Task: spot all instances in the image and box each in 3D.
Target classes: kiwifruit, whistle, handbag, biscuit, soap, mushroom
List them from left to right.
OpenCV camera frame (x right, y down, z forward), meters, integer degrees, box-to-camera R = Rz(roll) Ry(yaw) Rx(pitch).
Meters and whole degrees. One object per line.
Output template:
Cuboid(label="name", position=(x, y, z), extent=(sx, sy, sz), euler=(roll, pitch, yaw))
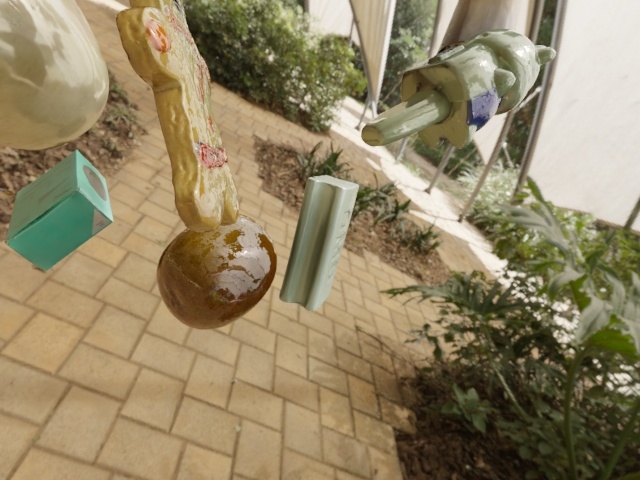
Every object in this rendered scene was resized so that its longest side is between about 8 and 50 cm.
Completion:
Cuboid(label="mushroom", position=(-0.330, -0.195, 0.413), extent=(0.246, 0.202, 0.246), euler=(60, 6, -10))
Cuboid(label="biscuit", position=(-0.106, -0.121, 0.334), extent=(0.030, 0.235, 0.153), euler=(-13, 8, -1))
Cuboid(label="kiwifruit", position=(-0.183, 0.052, 0.817), extent=(0.196, 0.196, 0.234), euler=(38, 36, 12))
Cuboid(label="soap", position=(0.000, 0.000, 0.945), extent=(0.087, 0.266, 0.160), euler=(18, 13, 12))
Cuboid(label="whistle", position=(0.144, -0.153, 0.455), extent=(0.110, 0.244, 0.092), euler=(20, -42, 56))
Cuboid(label="handbag", position=(0.218, -0.285, 0.585), extent=(0.095, 0.173, 0.117), euler=(19, -3, 11))

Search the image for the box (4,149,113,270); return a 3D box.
Cuboid(label="box", position=(-0.652, -0.086, 1.104), extent=(0.118, 0.205, 0.311), euler=(53, -6, -39))
